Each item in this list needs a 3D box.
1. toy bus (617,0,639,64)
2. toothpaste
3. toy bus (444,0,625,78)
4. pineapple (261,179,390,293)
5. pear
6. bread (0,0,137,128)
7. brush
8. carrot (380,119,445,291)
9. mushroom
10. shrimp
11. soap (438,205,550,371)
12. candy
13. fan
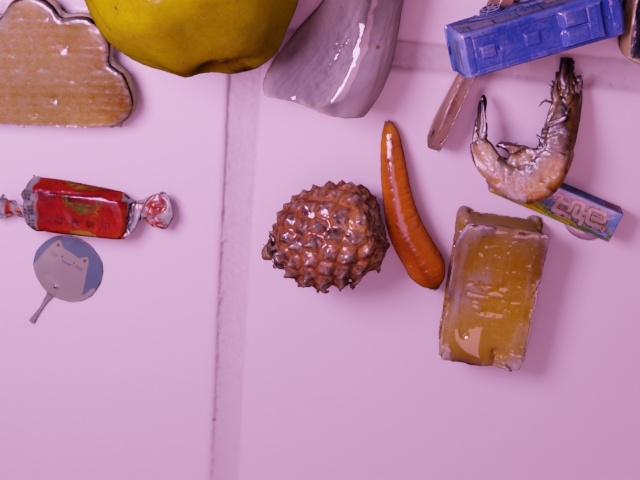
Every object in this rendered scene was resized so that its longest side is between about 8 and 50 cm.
[{"bbox_3d":[0.583,-0.288,1.472,0.365,0.202,0.177,7,111,5],"label":"toy bus"},{"bbox_3d":[0.340,-0.052,1.669,0.193,0.044,0.070,23,110,-2],"label":"toothpaste"},{"bbox_3d":[0.288,-0.278,1.506,0.236,0.094,0.079,-16,120,-1],"label":"toy bus"},{"bbox_3d":[0.000,0.000,1.674,0.193,0.166,0.166,-15,108,19],"label":"pineapple"},{"bbox_3d":[-0.186,-0.388,1.486,0.287,0.287,0.375,-18,103,12],"label":"pear"},{"bbox_3d":[-0.408,-0.263,1.669,0.286,0.056,0.207,5,114,4],"label":"bread"},{"bbox_3d":[0.240,-0.266,1.595,0.065,0.070,0.327,20,113,-12],"label":"brush"},{"bbox_3d":[0.124,-0.042,1.689,0.066,0.062,0.271,-18,106,18],"label":"carrot"},{"bbox_3d":[0.047,-0.320,1.564,0.159,0.122,0.328,19,111,-11],"label":"mushroom"},{"bbox_3d":[0.294,-0.163,1.613,0.150,0.051,0.217,16,92,5],"label":"shrimp"},{"bbox_3d":[0.256,0.074,1.710,0.135,0.076,0.233,8,110,2],"label":"soap"},{"bbox_3d":[-0.368,-0.048,1.744,0.292,0.059,0.086,6,114,5],"label":"candy"},{"bbox_3d":[-0.420,0.068,1.820,0.113,0.005,0.175,35,109,-7],"label":"fan"}]
